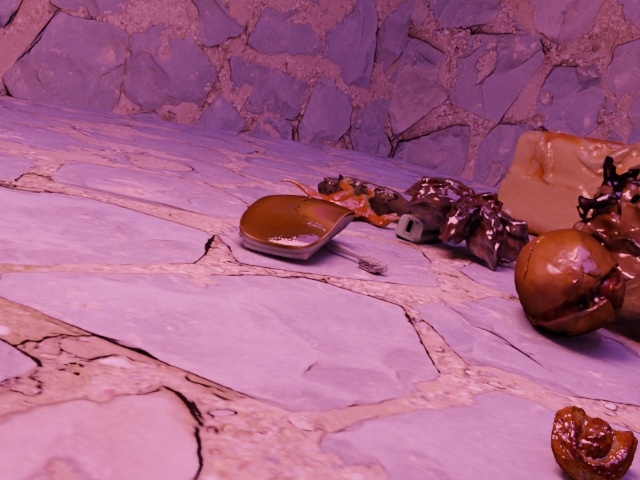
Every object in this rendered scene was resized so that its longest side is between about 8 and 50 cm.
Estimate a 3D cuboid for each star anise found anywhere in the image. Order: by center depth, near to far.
[{"bbox_3d":[0.268,-0.044,1.334,0.236,0.109,0.223,31,12,-5],"label":"star anise"}]

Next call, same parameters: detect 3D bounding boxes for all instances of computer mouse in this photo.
[{"bbox_3d":[-0.028,-0.030,1.068,0.126,0.056,0.245,12,15,14],"label":"computer mouse"}]

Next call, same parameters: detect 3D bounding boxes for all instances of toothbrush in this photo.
[{"bbox_3d":[0.000,0.000,1.112,0.025,0.019,0.275,-5,20,-37],"label":"toothbrush"}]

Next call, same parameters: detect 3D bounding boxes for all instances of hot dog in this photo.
[{"bbox_3d":[0.191,0.144,0.539,0.058,0.035,0.083,21,13,20],"label":"hot dog"}]

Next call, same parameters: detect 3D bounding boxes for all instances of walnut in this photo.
[{"bbox_3d":[0.303,0.052,0.937,0.137,0.137,0.245,17,8,18],"label":"walnut"}]

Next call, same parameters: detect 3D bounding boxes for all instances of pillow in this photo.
[{"bbox_3d":[0.096,-0.090,1.548,0.241,0.051,0.093,21,-24,21],"label":"pillow"}]

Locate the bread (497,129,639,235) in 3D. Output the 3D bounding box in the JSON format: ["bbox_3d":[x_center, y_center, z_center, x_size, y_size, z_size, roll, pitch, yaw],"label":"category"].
[{"bbox_3d":[0.692,-0.119,1.914,0.371,0.279,0.390,7,10,-41],"label":"bread"}]

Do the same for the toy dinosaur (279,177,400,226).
[{"bbox_3d":[0.033,-0.065,1.458,0.212,0.057,0.142,-1,31,-14],"label":"toy dinosaur"}]

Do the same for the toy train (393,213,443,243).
[{"bbox_3d":[0.220,-0.026,1.445,0.055,0.048,0.252,21,13,28],"label":"toy train"}]

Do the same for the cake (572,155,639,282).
[{"bbox_3d":[0.602,-0.045,1.302,0.321,0.332,0.332,5,12,-12],"label":"cake"}]

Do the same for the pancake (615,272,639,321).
[{"bbox_3d":[0.486,0.048,1.039,0.242,0.050,0.242,-22,-1,0],"label":"pancake"}]
